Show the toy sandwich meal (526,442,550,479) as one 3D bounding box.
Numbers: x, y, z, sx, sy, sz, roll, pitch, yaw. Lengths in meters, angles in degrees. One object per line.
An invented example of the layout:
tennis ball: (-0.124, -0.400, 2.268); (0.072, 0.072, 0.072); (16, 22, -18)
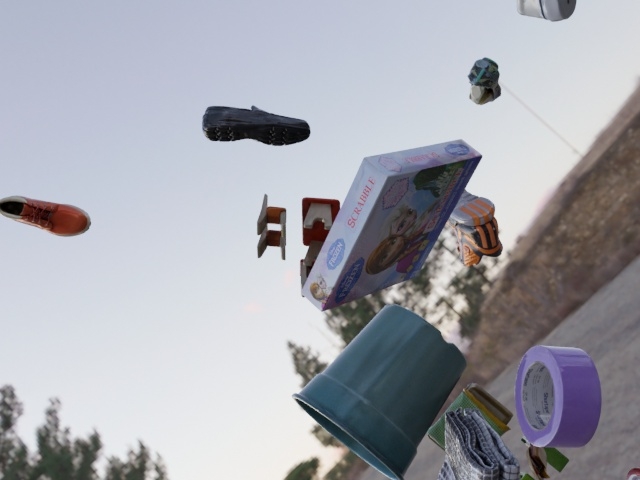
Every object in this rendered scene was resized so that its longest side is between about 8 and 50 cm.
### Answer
toy sandwich meal: (0.470, 0.476, 1.928); (0.029, 0.085, 0.085); (-26, -6, 20)

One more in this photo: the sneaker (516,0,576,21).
sneaker: (0.294, -0.429, 1.252); (0.094, 0.091, 0.258); (-39, -53, -41)

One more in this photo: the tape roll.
tape roll: (0.443, 0.293, 1.685); (0.080, 0.189, 0.189); (5, -32, -13)

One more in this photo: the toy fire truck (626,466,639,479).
toy fire truck: (0.562, 0.517, 1.346); (0.169, 0.302, 0.254); (-5, 10, -29)

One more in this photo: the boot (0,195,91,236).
boot: (-0.482, -0.043, 1.557); (0.084, 0.158, 0.059); (114, 167, -87)

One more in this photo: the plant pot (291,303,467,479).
plant pot: (0.163, 0.358, 2.200); (0.334, 0.341, 0.341); (-50, -11, -14)

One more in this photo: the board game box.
board game box: (0.140, -0.033, 1.726); (0.318, 0.066, 0.318); (-16, -40, -47)

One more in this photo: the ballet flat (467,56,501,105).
ballet flat: (0.310, -0.296, 1.727); (0.070, 0.070, 0.188); (-45, -17, 3)

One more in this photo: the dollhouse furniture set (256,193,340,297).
dollhouse furniture set: (0.000, 0.000, 1.985); (0.259, 0.262, 0.135); (92, -175, -47)

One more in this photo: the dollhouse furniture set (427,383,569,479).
dollhouse furniture set: (0.455, 0.539, 2.343); (0.197, 0.301, 0.151); (-51, -3, 0)

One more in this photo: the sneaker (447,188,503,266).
sneaker: (0.335, -0.038, 2.195); (0.125, 0.180, 0.321); (-24, 28, -8)

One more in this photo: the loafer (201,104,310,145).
loafer: (-0.131, -0.243, 1.841); (0.076, 0.223, 0.078); (99, 173, -60)

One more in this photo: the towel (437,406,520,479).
towel: (0.363, 0.550, 2.095); (0.121, 0.235, 0.283); (-7, 20, -10)
